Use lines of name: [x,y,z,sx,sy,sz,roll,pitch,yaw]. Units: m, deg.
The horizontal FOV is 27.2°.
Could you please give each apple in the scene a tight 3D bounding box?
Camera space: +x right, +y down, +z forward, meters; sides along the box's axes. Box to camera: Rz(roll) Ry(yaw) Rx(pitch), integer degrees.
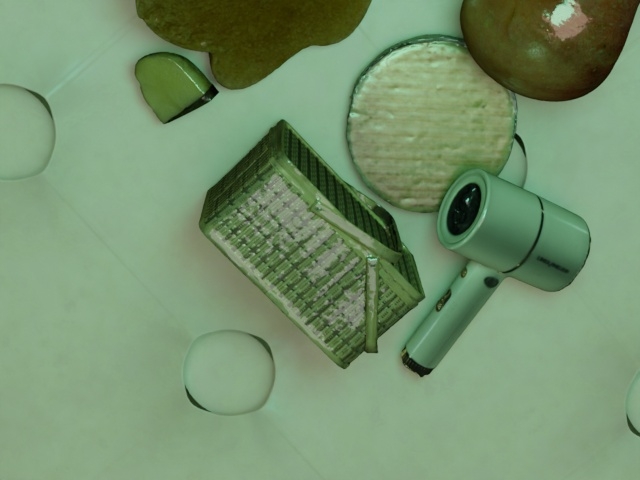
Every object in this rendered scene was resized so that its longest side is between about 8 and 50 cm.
apple: [0.316,-0.322,1.823,0.253,0.253,0.254,-1,106,-3]

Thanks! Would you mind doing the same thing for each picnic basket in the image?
picnic basket: [0.000,0.000,1.898,0.175,0.228,0.313,-42,103,11]

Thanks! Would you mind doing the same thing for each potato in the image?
potato: [-0.209,-0.234,1.898,0.096,0.066,0.103,-22,113,29]

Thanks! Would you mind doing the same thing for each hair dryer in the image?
hair dryer: [0.222,0.076,1.987,0.203,0.128,0.362,22,117,-26]

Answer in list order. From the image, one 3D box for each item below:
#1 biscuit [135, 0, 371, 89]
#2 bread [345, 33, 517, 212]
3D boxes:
biscuit: [-0.090,-0.338,1.833,0.343,0.057,0.287,-5,136,-17]
bread: [0.163,-0.172,1.953,0.266,0.040,0.267,-1,106,-4]
